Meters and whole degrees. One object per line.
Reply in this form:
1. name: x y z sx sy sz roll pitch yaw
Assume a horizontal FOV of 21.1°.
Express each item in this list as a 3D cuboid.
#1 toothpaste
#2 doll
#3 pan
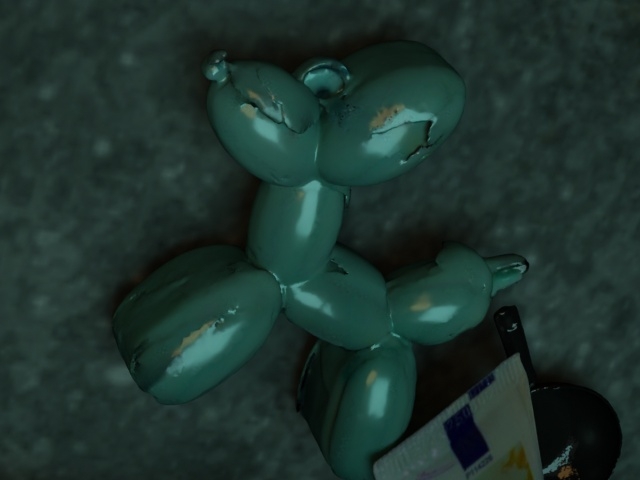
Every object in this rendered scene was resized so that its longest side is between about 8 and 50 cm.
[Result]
1. toothpaste: 0.085 0.189 0.734 0.056 0.058 0.314 -8 124 13
2. doll: 0.000 0.000 0.625 0.159 0.059 0.158 34 100 -29
3. pan: 0.085 0.068 0.708 0.068 0.023 0.115 -24 123 -8
